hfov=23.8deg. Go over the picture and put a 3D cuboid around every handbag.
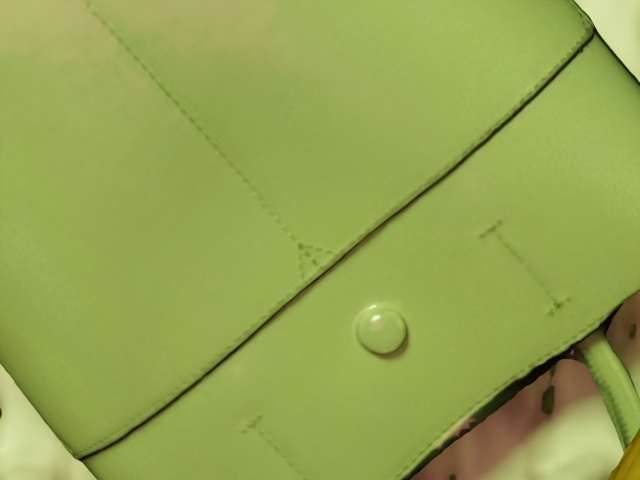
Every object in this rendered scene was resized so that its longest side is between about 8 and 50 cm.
[{"bbox_3d":[0.000,0.000,0.519,0.241,0.109,0.315,-40,97,9],"label":"handbag"}]

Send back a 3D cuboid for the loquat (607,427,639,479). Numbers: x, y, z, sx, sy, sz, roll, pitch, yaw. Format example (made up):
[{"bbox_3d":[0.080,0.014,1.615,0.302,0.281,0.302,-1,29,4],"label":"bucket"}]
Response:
[{"bbox_3d":[0.209,0.131,0.353,0.329,0.328,0.328,0,90,10],"label":"loquat"}]
